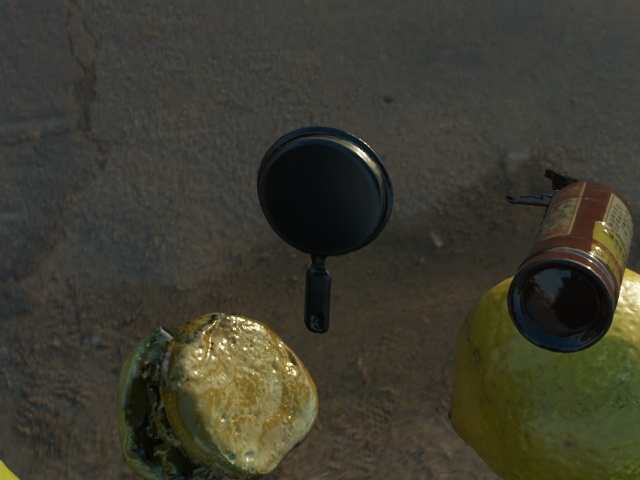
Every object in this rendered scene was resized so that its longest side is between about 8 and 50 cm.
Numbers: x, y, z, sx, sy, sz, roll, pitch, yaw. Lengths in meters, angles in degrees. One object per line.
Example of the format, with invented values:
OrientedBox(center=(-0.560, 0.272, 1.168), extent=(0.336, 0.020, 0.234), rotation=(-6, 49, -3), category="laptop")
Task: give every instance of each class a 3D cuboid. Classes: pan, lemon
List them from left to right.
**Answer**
OrientedBox(center=(0.000, 0.000, 0.996), extent=(0.136, 0.235, 0.028), rotation=(9, 31, 11), category="pan")
OrientedBox(center=(0.281, 0.153, 1.117), extent=(0.293, 0.293, 0.293), rotation=(6, 66, -13), category="lemon")

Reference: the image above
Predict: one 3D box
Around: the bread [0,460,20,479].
OrientedBox(center=(-0.344, 0.205, 0.585), extent=(0.348, 0.348, 0.308), rotation=(-28, 38, -24), category="bread")

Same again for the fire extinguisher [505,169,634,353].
OrientedBox(center=(0.195, -0.010, 0.803), extent=(0.106, 0.075, 0.252), rotation=(27, 31, 8), category="fire extinguisher")

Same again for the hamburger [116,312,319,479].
OrientedBox(center=(-0.094, 0.136, 0.883), extent=(0.159, 0.131, 0.185), rotation=(55, 45, -6), category="hamburger")
